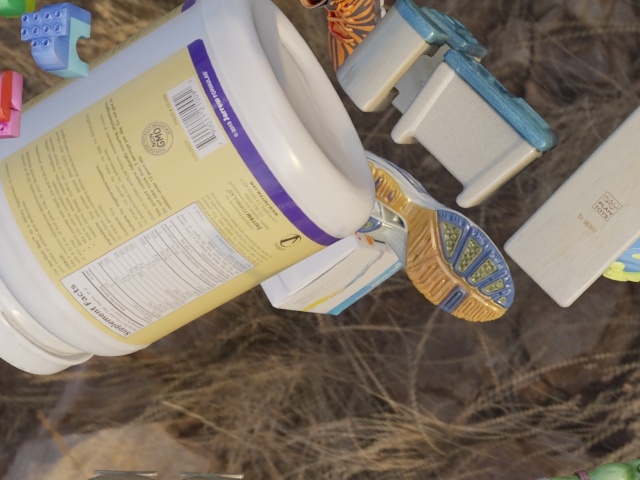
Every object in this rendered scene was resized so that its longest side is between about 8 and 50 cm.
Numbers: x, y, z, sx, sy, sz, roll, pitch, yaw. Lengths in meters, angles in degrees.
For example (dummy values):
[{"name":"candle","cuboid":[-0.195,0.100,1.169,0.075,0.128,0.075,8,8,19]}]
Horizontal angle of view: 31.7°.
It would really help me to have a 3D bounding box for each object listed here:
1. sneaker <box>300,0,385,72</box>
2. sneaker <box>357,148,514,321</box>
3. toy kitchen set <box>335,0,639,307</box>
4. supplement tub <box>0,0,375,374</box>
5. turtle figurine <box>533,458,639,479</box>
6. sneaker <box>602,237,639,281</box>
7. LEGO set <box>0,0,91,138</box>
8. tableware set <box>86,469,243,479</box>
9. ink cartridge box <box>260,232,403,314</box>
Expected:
[{"name":"sneaker","cuboid":[0.025,-0.404,1.946,0.125,0.321,0.180,29,43,28]},{"name":"sneaker","cuboid":[0.127,-0.023,1.410,0.296,0.131,0.112,41,109,-5]},{"name":"toy kitchen set","cuboid":[0.135,-0.082,0.726,0.207,0.166,0.122,46,107,10]},{"name":"supplement tub","cuboid":[-0.146,-0.045,0.979,0.331,0.241,0.241,-29,56,15]},{"name":"turtle figurine","cuboid":[0.195,0.250,0.723,0.198,0.266,0.274,8,34,0]},{"name":"sneaker","cuboid":[0.394,0.001,1.373,0.240,0.126,0.091,0,73,5]},{"name":"LEGO set","cuboid":[-0.212,-0.193,0.773,0.087,0.093,0.227,-2,83,25]},{"name":"tableware set","cuboid":[-0.182,0.304,1.346,0.194,0.128,0.039,3,86,-9]},{"name":"ink cartridge box","cuboid":[0.000,0.000,1.782,0.168,0.233,0.171,-36,71,17]}]
